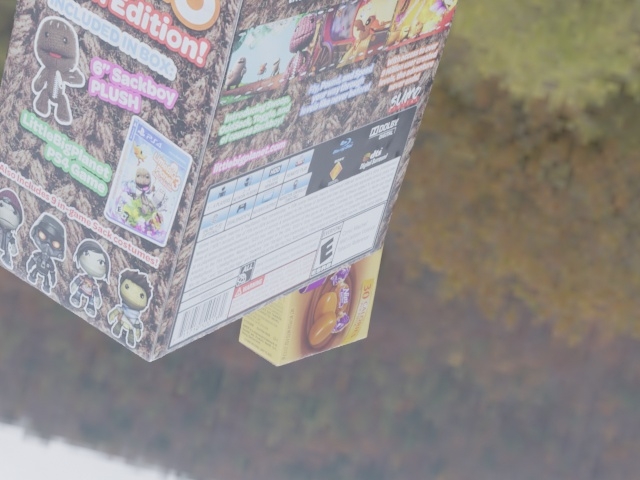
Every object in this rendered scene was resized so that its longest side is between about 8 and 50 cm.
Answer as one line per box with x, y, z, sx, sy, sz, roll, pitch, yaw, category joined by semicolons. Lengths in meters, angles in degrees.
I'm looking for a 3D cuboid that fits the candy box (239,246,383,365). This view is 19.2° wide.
0.000;0.000;1.549;0.109;0.186;0.053;-14;-146;-43;candy box

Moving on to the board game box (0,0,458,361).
-0.044;-0.117;1.047;0.141;0.291;0.232;30;-150;24;board game box
